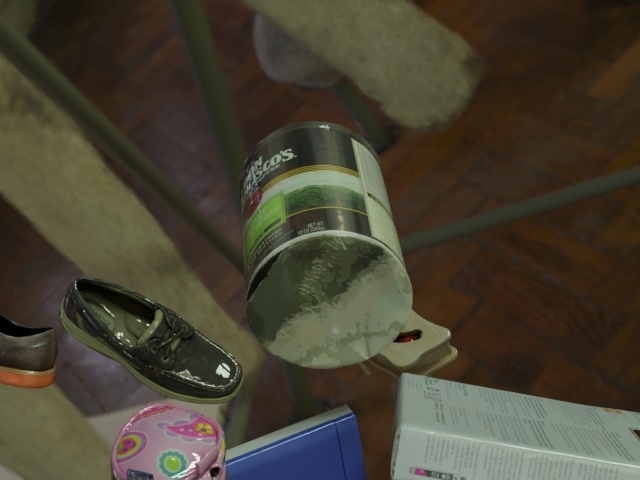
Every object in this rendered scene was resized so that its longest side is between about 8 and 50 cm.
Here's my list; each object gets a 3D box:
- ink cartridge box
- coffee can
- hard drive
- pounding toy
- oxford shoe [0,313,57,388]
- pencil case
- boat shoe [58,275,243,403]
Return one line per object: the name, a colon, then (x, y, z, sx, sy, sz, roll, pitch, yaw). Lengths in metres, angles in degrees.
ink cartridge box: (0.246, 0.234, 1.309, 0.330, 0.324, 0.071, 10, 93, 4)
coffee can: (0.000, 0.000, 1.460, 0.201, 0.201, 0.275, -29, 32, 13)
hard drive: (-0.089, 0.361, 1.491, 0.319, 0.210, 0.040, -19, 28, -17)
pounding toy: (0.120, 0.148, 1.965, 0.269, 0.155, 0.154, 29, 70, 33)
oxford shoe: (-0.522, 0.142, 1.698, 0.097, 0.271, 0.098, -93, 14, -76)
pencil case: (-0.142, 0.304, 1.204, 0.124, 0.284, 0.124, -2, 36, 2)
boat shoe: (-0.128, 0.075, 0.863, 0.049, 0.152, 0.056, 114, 180, -58)
